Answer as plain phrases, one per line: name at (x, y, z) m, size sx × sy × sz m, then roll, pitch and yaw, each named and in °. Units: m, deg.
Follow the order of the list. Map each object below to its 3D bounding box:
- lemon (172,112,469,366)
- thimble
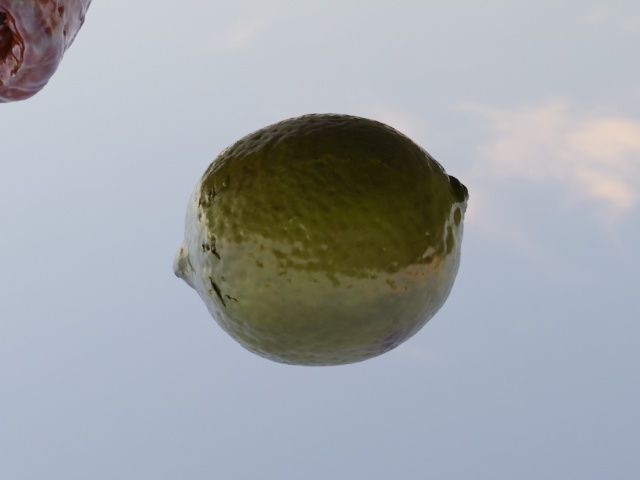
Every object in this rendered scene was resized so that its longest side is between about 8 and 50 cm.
lemon at (0.001, 0.000, 1.393) m, size 0.267 × 0.267 × 0.267 m, roll 4°, pitch -159°, yaw -2°
thimble at (-0.351, -0.264, 1.498) m, size 0.239 × 0.239 × 0.162 m, roll 10°, pitch -126°, yaw 13°
